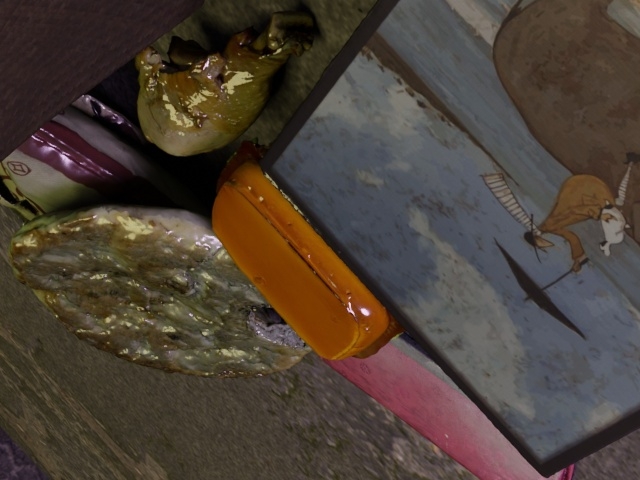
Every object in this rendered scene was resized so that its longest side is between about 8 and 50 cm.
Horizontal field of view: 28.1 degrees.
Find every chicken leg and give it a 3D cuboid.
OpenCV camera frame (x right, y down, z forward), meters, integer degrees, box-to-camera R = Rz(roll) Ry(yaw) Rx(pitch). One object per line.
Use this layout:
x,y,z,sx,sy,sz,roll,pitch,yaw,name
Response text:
-0.066,-0.110,0.836,0.093,0.070,0.178,38,150,-20,chicken leg

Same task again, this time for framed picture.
0.119,-0.028,0.642,0.265,0.016,0.347,48,144,3,framed picture

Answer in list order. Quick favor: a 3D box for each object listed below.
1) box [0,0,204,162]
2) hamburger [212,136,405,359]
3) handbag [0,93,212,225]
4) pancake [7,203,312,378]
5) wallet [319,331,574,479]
-0.201,-0.162,0.740,0.143,0.273,0.184,38,153,15,box
0.000,0.000,0.856,0.166,0.087,0.137,50,155,2,hamburger
-0.194,-0.046,1.041,0.235,0.127,0.213,34,172,-28,handbag
-0.124,0.040,1.000,0.253,0.037,0.254,10,150,6,pancake
0.087,0.118,0.951,0.232,0.025,0.119,36,151,25,wallet
